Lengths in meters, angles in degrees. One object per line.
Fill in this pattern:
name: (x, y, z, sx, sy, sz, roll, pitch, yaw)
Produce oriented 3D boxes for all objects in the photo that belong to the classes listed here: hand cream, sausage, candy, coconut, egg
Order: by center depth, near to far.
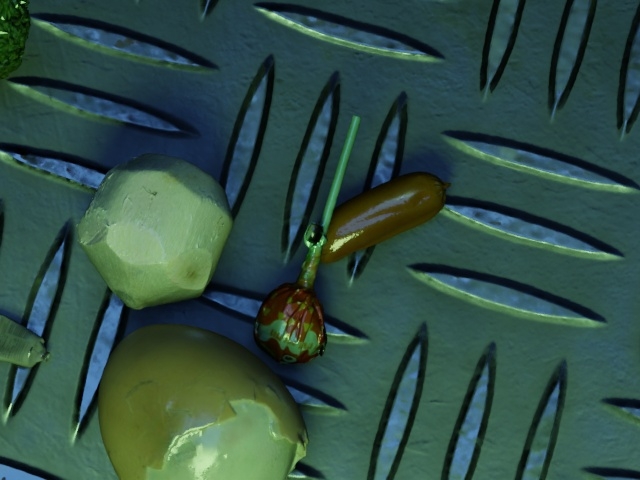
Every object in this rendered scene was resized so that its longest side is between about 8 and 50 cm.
egg: (-0.133, 0.195, 1.829, 0.201, 0.201, 0.244, -39, 68, -8)
coconut: (-0.184, -0.004, 1.893, 0.161, 0.161, 0.162, 26, 70, 5)
candy: (0.001, 0.000, 1.904, 0.084, 0.078, 0.287, 19, 92, 0)
hand cream: (-0.379, 0.102, 1.935, 0.165, 0.037, 0.057, 21, 79, 12)
sausage: (0.064, -0.030, 1.950, 0.183, 0.054, 0.062, -23, 61, -2)

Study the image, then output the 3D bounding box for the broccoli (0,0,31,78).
broccoli: (-0.514, -0.222, 1.845, 0.413, 0.310, 0.321, -21, 95, 3)
